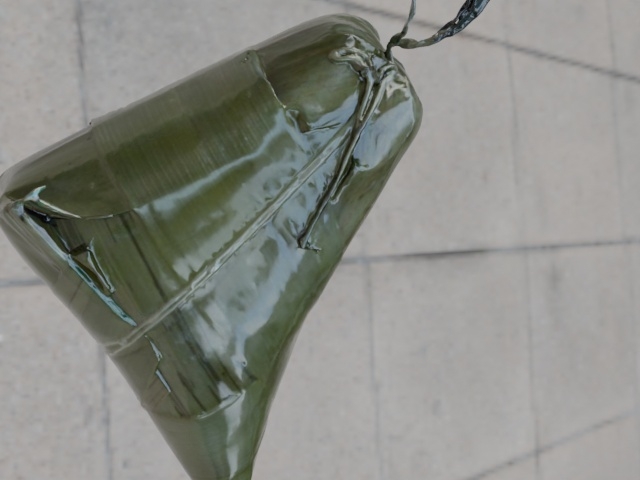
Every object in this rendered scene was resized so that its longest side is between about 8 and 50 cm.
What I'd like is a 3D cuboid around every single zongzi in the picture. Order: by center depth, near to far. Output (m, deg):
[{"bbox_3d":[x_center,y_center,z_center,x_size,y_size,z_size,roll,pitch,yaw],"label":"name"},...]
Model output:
[{"bbox_3d":[0.000,0.000,1.196,0.418,0.447,0.181,61,4,-19],"label":"zongzi"}]
